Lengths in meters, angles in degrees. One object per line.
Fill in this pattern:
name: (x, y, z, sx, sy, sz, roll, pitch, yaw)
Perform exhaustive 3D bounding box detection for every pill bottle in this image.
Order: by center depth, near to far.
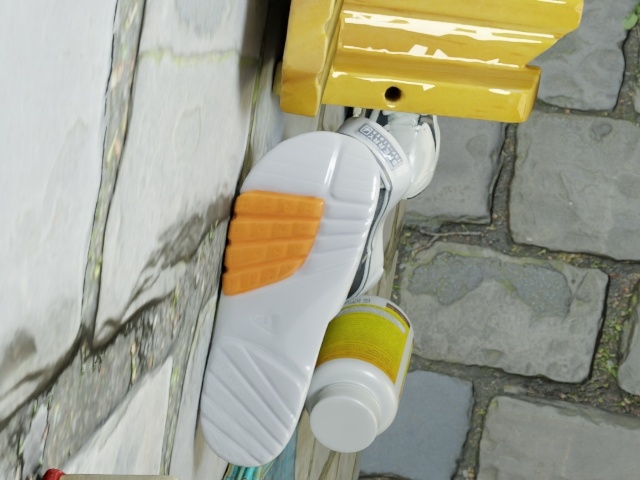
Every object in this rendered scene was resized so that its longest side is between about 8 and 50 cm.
pill bottle: (0.046, 0.168, 2.166, 0.215, 0.117, 0.117, -70, 169, -58)

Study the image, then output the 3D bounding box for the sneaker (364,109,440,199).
sneaker: (0.094, -0.174, 1.967, 0.153, 0.094, 0.235, 66, 36, -73)

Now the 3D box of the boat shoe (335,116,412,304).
boat shoe: (0.000, 0.000, 1.553, 0.102, 0.108, 0.301, -41, 171, -23)

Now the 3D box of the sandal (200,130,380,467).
sandal: (-0.031, 0.040, 1.338, 0.076, 0.102, 0.265, -48, 157, -81)

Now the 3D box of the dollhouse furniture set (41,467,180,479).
dollhouse furniture set: (-0.101, 0.267, 0.986, 0.374, 0.152, 0.201, 50, 49, -60)

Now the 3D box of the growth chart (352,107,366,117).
growth chart: (0.058, -0.218, 2.059, 0.172, 0.021, 0.237, 66, 35, -79)

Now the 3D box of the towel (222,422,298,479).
towel: (-0.067, 0.280, 1.672, 0.370, 0.040, 0.271, -69, 167, -61)

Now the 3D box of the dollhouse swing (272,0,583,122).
dollhouse swing: (0.113, -0.253, 1.323, 0.305, 0.315, 0.347, -122, -141, -68)
